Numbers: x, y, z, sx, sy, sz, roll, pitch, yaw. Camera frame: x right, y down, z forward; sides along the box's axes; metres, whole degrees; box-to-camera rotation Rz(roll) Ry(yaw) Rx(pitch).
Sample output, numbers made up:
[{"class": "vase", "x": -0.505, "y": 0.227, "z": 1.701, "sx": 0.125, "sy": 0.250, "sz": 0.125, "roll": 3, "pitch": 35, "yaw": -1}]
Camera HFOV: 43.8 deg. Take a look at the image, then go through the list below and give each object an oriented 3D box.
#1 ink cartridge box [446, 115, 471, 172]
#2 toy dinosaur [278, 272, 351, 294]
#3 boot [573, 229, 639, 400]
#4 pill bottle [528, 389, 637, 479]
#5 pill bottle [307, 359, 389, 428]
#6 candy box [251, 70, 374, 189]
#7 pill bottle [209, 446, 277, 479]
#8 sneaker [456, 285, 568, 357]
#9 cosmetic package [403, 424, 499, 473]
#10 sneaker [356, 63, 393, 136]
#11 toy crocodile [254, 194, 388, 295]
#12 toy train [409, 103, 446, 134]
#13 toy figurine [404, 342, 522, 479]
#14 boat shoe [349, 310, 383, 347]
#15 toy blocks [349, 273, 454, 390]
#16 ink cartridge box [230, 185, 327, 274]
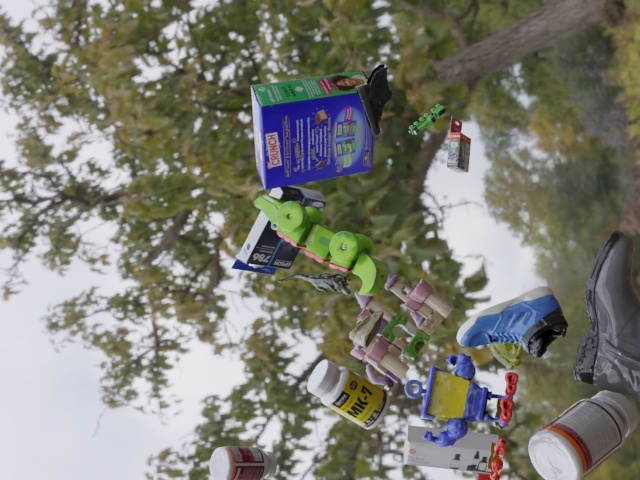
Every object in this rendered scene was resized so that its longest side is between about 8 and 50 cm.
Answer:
[{"class": "ink cartridge box", "x": 0.305, "y": -0.210, "z": 1.740, "sx": 0.063, "sy": 0.029, "sz": 0.115, "roll": 13, "pitch": -98, "yaw": -57}, {"class": "toy dinosaur", "x": 0.010, "y": 0.121, "z": 2.320, "sx": 0.118, "sy": 0.268, "sz": 0.064, "roll": 12, "pitch": -97, "yaw": -44}, {"class": "boot", "x": 0.626, "y": 0.158, "z": 1.521, "sx": 0.118, "sy": 0.223, "sz": 0.338, "roll": -23, "pitch": -59, "yaw": -43}, {"class": "pill bottle", "x": 0.531, "y": 0.392, "z": 1.600, "sx": 0.221, "sy": 0.121, "sz": 0.121, "roll": -23, "pitch": -81, "yaw": -34}, {"class": "pill bottle", "x": 0.075, "y": 0.420, "z": 2.187, "sx": 0.208, "sy": 0.119, "sz": 0.119, "roll": 33, "pitch": -137, "yaw": -15}, {"class": "candy box", "x": -0.020, "y": -0.300, "z": 2.167, "sx": 0.122, "sy": 0.317, "sz": 0.268, "roll": -116, "pitch": 20, "yaw": -47}, {"class": "pill bottle", "x": -0.183, "y": 0.540, "z": 1.915, "sx": 0.152, "sy": 0.086, "sz": 0.086, "roll": 14, "pitch": -116, "yaw": -40}, {"class": "sneaker", "x": 0.273, "y": 0.133, "z": 1.125, "sx": 0.058, "sy": 0.152, "sz": 0.084, "roll": 56, "pitch": -169, "yaw": -52}, {"class": "cosmetic package", "x": 0.342, "y": 0.551, "z": 2.094, "sx": 0.060, "sy": 0.239, "sz": 0.098, "roll": -80, "pitch": -5, "yaw": -56}, {"class": "sneaker", "x": 0.148, "y": -0.348, "z": 1.992, "sx": 0.051, "sy": 0.089, "sz": 0.170, "roll": -113, "pitch": 0, "yaw": -59}, {"class": "toy crocodile", "x": 0.000, "y": 0.000, "z": 1.704, "sx": 0.105, "sy": 0.341, "sz": 0.115, "roll": -62, "pitch": -19, "yaw": 7}, {"class": "toy train", "x": 0.203, "y": -0.228, "z": 1.503, "sx": 0.024, "sy": 0.083, "sz": 0.017, "roll": 43, "pitch": 169, "yaw": 47}, {"class": "toy figurine", "x": 0.280, "y": 0.286, "z": 1.596, "sx": 0.191, "sy": 0.217, "sz": 0.362, "roll": 61, "pitch": -140, "yaw": -69}, {"class": "boat shoe", "x": 0.097, "y": 0.177, "z": 1.657, "sx": 0.135, "sy": 0.045, "sz": 0.050, "roll": -37, "pitch": -39, "yaw": -66}, {"class": "toy blocks", "x": 0.191, "y": 0.246, "z": 2.347, "sx": 0.288, "sy": 0.260, "sz": 0.309, "roll": -52, "pitch": -9, "yaw": -14}, {"class": "ink cartridge box", "x": -0.127, "y": -0.014, "z": 2.395, "sx": 0.165, "sy": 0.332, "sz": 0.065, "roll": 9, "pitch": -146, "yaw": -35}]
